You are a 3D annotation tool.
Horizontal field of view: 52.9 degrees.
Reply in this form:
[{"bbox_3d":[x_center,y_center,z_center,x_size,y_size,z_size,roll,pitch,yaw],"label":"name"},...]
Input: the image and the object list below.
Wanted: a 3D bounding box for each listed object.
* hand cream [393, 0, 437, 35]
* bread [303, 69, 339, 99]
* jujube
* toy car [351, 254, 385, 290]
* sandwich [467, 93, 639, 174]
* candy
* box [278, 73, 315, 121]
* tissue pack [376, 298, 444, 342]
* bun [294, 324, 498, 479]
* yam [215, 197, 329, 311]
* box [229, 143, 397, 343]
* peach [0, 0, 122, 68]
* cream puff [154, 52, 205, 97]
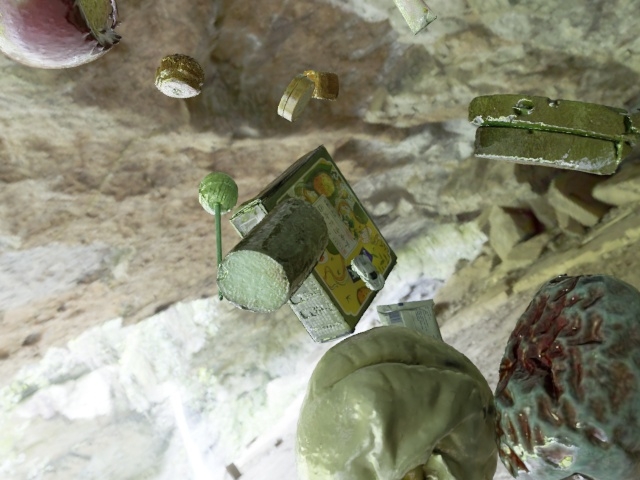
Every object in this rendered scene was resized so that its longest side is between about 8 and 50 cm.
[{"bbox_3d":[0.169,-0.487,1.295,0.061,0.143,0.039,-35,5,32],"label":"hand cream"},{"bbox_3d":[0.003,-0.397,1.644,0.083,0.070,0.077,-7,19,-39],"label":"bread"},{"bbox_3d":[0.363,0.198,0.904,0.226,0.226,0.317,-41,23,58],"label":"jujube"},{"bbox_3d":[0.105,0.070,1.389,0.041,0.093,0.025,-28,-28,-25],"label":"toy car"},{"bbox_3d":[0.386,-0.170,1.078,0.212,0.292,0.109,4,-80,-72],"label":"sandwich"},{"bbox_3d":[-0.212,-0.014,1.342,0.093,0.335,0.092,-29,-44,25],"label":"candy"},{"bbox_3d":[-0.052,-0.315,1.424,0.105,0.037,0.105,-58,-4,-7],"label":"box"},{"bbox_3d":[0.190,0.199,1.281,0.123,0.193,0.026,-8,-41,-4],"label":"tissue pack"},{"bbox_3d":[0.135,0.313,1.000,0.365,0.365,0.219,-32,9,-23],"label":"bun"},{"bbox_3d":[-0.086,0.028,1.298,0.161,0.161,0.268,-37,6,32],"label":"yam"},{"bbox_3d":[0.000,0.000,1.723,0.138,0.420,0.373,-25,15,36],"label":"box"},{"bbox_3d":[-0.561,-0.522,1.260,0.310,0.335,0.406,-7,-13,-11],"label":"peach"},{"bbox_3d":[-0.377,-0.447,1.731,0.126,0.103,0.144,13,-11,-36],"label":"cream puff"}]
